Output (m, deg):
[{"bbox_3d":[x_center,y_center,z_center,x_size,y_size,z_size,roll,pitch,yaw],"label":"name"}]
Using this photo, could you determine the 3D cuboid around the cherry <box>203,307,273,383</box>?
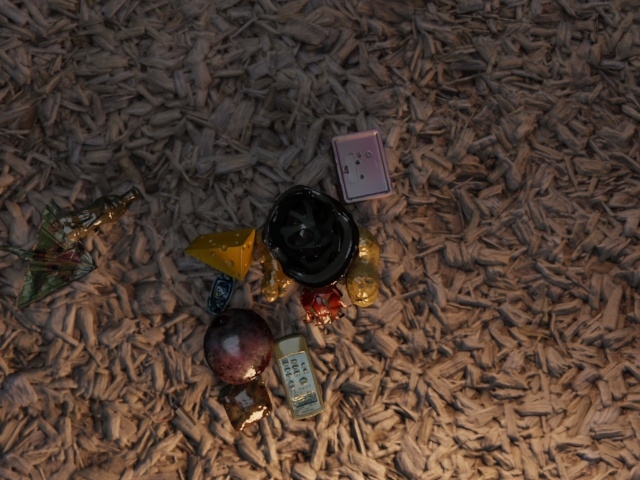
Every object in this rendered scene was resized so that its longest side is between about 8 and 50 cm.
[{"bbox_3d":[-0.218,0.271,1.052,0.195,0.195,0.194,0,87,-5],"label":"cherry"}]

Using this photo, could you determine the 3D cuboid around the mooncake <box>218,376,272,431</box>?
[{"bbox_3d":[-0.203,0.446,1.109,0.125,0.073,0.129,-26,91,-7],"label":"mooncake"}]

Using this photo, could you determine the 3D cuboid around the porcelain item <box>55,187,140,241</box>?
[{"bbox_3d":[-0.602,-0.080,1.111,0.216,0.069,0.081,-29,87,-13],"label":"porcelain item"}]

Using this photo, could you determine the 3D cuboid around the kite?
[{"bbox_3d":[-0.754,0.045,1.116,0.268,0.013,0.322,11,84,-5],"label":"kite"}]

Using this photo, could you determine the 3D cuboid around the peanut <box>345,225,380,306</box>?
[{"bbox_3d":[0.121,0.075,1.139,0.098,0.103,0.229,1,89,-2],"label":"peanut"}]

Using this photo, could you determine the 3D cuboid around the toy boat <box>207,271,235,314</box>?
[{"bbox_3d":[-0.277,0.140,1.124,0.060,0.061,0.137,23,85,-3],"label":"toy boat"}]

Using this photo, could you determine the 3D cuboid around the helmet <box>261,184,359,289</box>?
[{"bbox_3d":[0.000,0.000,1.068,0.225,0.177,0.305,-48,63,13],"label":"helmet"}]

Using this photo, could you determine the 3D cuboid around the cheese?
[{"bbox_3d":[-0.277,0.022,1.101,0.171,0.093,0.126,13,126,8],"label":"cheese"}]

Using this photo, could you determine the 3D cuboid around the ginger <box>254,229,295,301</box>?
[{"bbox_3d":[-0.122,0.064,1.133,0.115,0.081,0.205,-12,84,-1],"label":"ginger"}]

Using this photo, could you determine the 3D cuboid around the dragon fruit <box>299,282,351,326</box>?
[{"bbox_3d":[0.003,0.170,1.124,0.121,0.130,0.141,-28,88,-39],"label":"dragon fruit"}]

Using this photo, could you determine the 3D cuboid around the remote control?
[{"bbox_3d":[-0.064,0.385,1.140,0.098,0.038,0.233,-16,89,-5],"label":"remote control"}]

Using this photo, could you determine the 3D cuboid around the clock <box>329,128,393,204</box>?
[{"bbox_3d":[0.116,-0.212,1.173,0.150,0.063,0.196,-12,88,-5],"label":"clock"}]

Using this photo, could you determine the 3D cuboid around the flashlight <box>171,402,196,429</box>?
[{"bbox_3d":[-0.381,0.489,1.118,0.018,0.018,0.083,-41,90,-4],"label":"flashlight"}]
